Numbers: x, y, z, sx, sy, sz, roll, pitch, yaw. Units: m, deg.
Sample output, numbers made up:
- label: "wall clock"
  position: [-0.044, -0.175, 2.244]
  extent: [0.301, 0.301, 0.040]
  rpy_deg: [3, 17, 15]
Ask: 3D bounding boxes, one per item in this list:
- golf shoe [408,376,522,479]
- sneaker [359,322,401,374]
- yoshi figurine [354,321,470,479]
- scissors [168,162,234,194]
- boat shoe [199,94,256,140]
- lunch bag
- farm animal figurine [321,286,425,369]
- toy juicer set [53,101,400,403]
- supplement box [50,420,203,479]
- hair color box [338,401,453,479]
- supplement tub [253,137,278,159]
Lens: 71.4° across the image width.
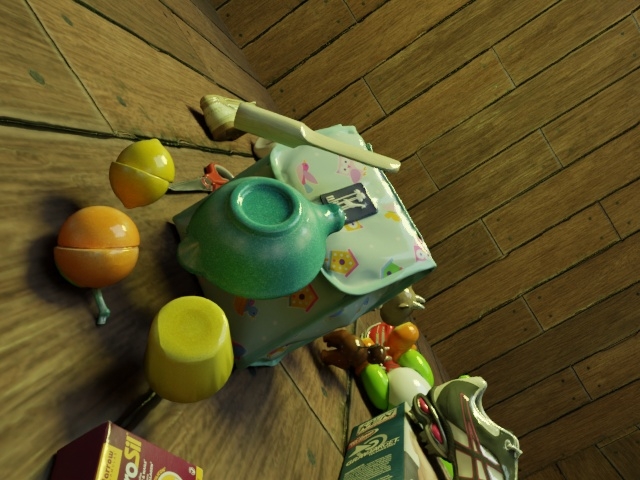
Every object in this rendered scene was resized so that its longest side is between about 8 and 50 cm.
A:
- label: "golf shoe"
  position: [0.227, 0.318, 0.599]
  extent: [0.105, 0.120, 0.273]
  rpy_deg: [48, 15, -56]
- label: "sneaker"
  position: [0.195, 0.319, 1.051]
  extent: [0.279, 0.118, 0.107]
  rpy_deg: [62, 11, 22]
- label: "yoshi figurine"
  position: [0.191, 0.337, 0.833]
  extent: [0.203, 0.203, 0.362]
  rpy_deg: [15, 44, -53]
- label: "scissors"
  position: [-0.194, -0.100, 0.741]
  extent: [0.109, 0.021, 0.297]
  rpy_deg: [62, 11, 9]
- label: "boat shoe"
  position: [-0.201, -0.299, 1.059]
  extent: [0.089, 0.104, 0.285]
  rpy_deg: [59, 10, -10]
- label: "lunch bag"
  position: [-0.017, 0.004, 0.559]
  extent: [0.223, 0.262, 0.160]
  rpy_deg: [62, 10, 19]
- label: "farm animal figurine"
  position: [0.104, 0.061, 0.816]
  extent: [0.330, 0.172, 0.327]
  rpy_deg: [-76, 163, -50]
- label: "toy juicer set"
  position: [-0.087, -0.029, 0.435]
  extent: [0.209, 0.329, 0.089]
  rpy_deg: [35, -38, 11]
- label: "supplement box"
  position: [-0.113, 0.154, 0.262]
  extent: [0.083, 0.043, 0.055]
  rpy_deg: [50, 14, -35]
- label: "hair color box"
  position: [0.106, 0.353, 0.549]
  extent: [0.174, 0.105, 0.347]
  rpy_deg: [59, 9, 5]
- label: "supplement tub"
  position: [-0.085, -0.234, 1.309]
  extent: [0.200, 0.144, 0.144]
  rpy_deg: [51, 12, -34]
